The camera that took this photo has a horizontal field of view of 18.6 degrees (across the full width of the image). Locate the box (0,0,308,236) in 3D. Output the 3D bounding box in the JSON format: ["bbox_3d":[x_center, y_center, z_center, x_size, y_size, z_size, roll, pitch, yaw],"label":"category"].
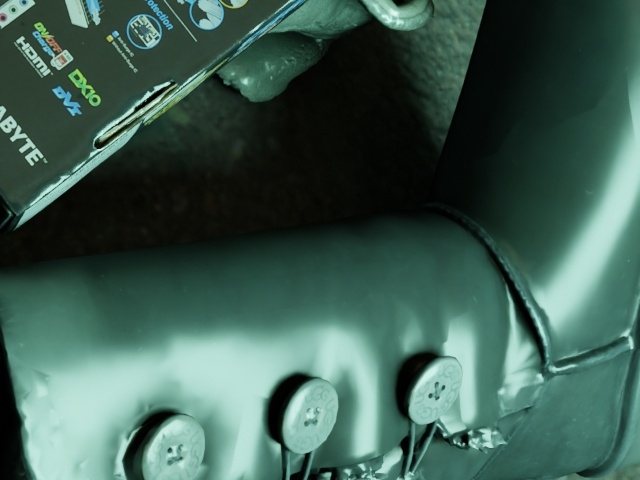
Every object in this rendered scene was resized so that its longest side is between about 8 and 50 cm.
[{"bbox_3d":[-0.135,-0.205,0.970,0.293,0.073,0.295,-41,94,-20],"label":"box"}]

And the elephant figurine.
[{"bbox_3d":[-0.008,-0.166,1.148,0.239,0.169,0.186,26,90,-39],"label":"elephant figurine"}]

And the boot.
[{"bbox_3d":[0.000,0.002,1.029,0.445,0.146,0.367,-11,106,-32],"label":"boot"}]
